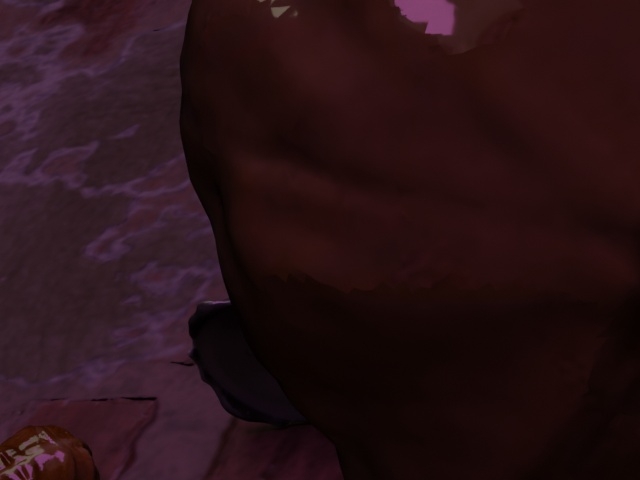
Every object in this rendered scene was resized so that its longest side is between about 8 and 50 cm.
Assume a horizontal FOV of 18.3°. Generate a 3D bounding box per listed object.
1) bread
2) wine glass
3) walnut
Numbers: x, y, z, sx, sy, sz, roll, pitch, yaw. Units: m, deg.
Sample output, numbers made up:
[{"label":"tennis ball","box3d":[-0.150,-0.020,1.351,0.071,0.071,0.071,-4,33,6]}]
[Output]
[{"label":"bread","box3d":[-0.177,0.143,0.953,0.157,0.044,0.052,-35,40,-16]},{"label":"wine glass","box3d":[0.000,0.000,0.997,0.122,0.122,0.183,-4,42,27]},{"label":"walnut","box3d":[0.117,-0.045,0.761,0.383,0.383,0.383,-16,33,11]}]
